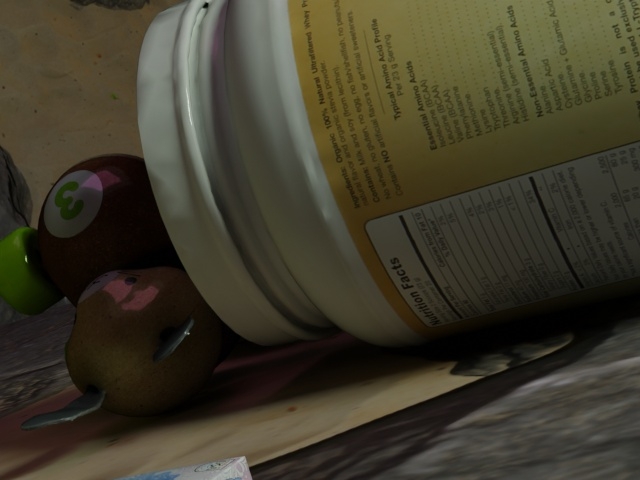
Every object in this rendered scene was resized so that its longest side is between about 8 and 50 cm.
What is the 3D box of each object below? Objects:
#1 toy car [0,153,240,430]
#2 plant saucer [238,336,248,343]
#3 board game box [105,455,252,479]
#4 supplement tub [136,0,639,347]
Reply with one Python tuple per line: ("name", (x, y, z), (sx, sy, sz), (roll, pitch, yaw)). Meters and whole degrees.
("toy car", (-0.107, 0.038, 0.640), (0.155, 0.149, 0.188), (-33, 15, 12))
("plant saucer", (0.000, 0.000, 0.855), (0.241, 0.037, 0.241), (-42, 4, 4))
("board game box", (-0.079, 0.098, 0.366), (0.090, 0.020, 0.090), (-14, 4, 27))
("supplement tub", (0.093, -0.075, 0.575), (0.316, 0.228, 0.228), (-15, 3, 21))
